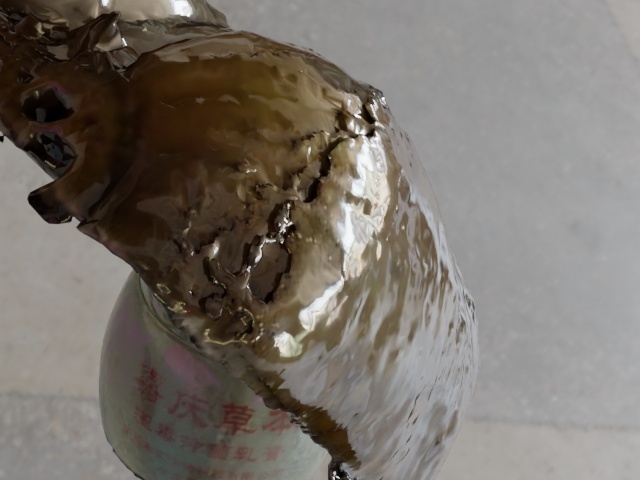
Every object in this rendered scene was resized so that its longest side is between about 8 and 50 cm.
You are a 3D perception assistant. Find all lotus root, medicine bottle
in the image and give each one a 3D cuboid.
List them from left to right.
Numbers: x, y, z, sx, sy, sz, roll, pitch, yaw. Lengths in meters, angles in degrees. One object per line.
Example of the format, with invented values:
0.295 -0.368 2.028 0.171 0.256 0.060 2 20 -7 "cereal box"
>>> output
-0.047 0.055 0.853 0.147 0.143 0.147 11 35 -8 "medicine bottle"
0.001 0.000 0.466 0.167 0.078 0.329 54 3 19 "lotus root"
